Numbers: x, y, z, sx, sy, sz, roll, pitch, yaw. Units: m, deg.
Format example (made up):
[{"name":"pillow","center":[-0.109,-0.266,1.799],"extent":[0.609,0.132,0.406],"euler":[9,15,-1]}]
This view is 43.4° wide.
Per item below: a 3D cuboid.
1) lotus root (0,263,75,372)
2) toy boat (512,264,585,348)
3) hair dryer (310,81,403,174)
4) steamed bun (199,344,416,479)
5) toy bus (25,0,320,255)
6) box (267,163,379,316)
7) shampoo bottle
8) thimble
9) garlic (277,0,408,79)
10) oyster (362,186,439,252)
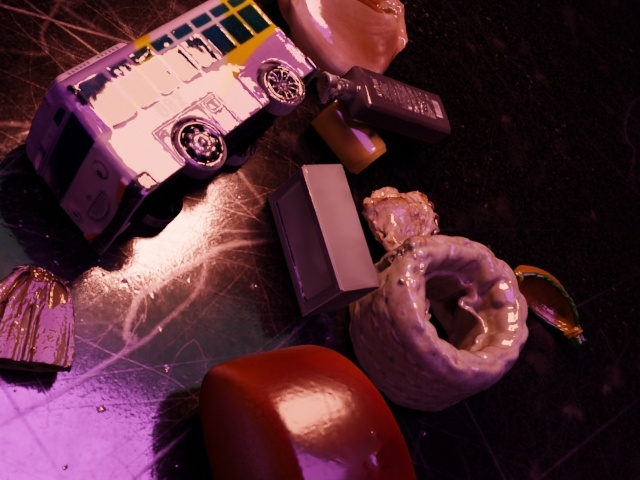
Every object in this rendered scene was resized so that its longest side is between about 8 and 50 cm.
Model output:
[{"name":"lotus root","center":[-0.392,0.109,1.078],"extent":[0.143,0.070,0.144],"euler":[19,62,-19]},{"name":"toy boat","center":[0.458,0.125,1.632],"extent":[0.229,0.089,0.088],"euler":[39,37,-16]},{"name":"hair dryer","center":[0.106,-0.242,1.589],"extent":[0.135,0.090,0.279],"euler":[51,44,-2]},{"name":"steamed bun","center":[-0.011,0.328,1.110],"extent":[0.235,0.248,0.379],"euler":[-8,73,-36]},{"name":"toy bus","center":[-0.231,-0.199,1.248],"extent":[0.249,0.209,0.440],"euler":[47,50,-3]},{"name":"box","center":[0.000,0.000,1.358],"extent":[0.086,0.129,0.225],"euler":[-5,70,-36]},{"name":"shampoo bottle","center":[0.117,-0.258,1.497],"extent":[0.310,0.071,0.098],"euler":[10,57,-43]},{"name":"thimble","center":[0.196,0.136,1.383],"extent":[0.292,0.195,0.291],"euler":[17,54,-25]},{"name":"garlic","center":[0.036,-0.434,1.598],"extent":[0.325,0.132,0.279],"euler":[6,63,-34]},{"name":"oyster","center":[0.155,-0.042,1.498],"extent":[0.163,0.081,0.191],"euler":[12,49,-15]}]
